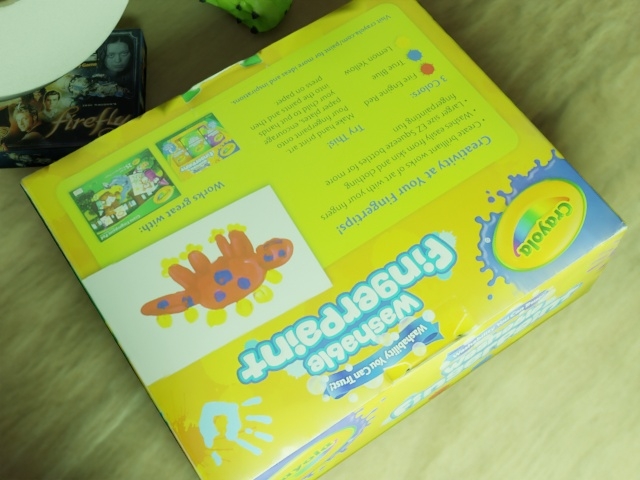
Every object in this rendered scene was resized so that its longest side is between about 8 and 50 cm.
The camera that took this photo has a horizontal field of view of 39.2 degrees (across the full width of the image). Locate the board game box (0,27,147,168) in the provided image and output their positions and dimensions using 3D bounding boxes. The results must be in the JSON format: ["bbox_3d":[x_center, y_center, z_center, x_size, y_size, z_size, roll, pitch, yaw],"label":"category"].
[{"bbox_3d":[-0.328,-0.165,1.048,0.243,0.042,0.165,-4,64,-1],"label":"board game box"}]

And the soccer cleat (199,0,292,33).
[{"bbox_3d":[-0.117,-0.324,1.121,0.179,0.060,0.072,36,60,10],"label":"soccer cleat"}]

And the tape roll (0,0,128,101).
[{"bbox_3d":[-0.386,-0.340,0.950,0.391,0.072,0.392,0,90,-28],"label":"tape roll"}]

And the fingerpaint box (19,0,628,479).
[{"bbox_3d":[0.000,0.000,0.899,0.444,0.163,0.371,-32,67,-14],"label":"fingerpaint box"}]
